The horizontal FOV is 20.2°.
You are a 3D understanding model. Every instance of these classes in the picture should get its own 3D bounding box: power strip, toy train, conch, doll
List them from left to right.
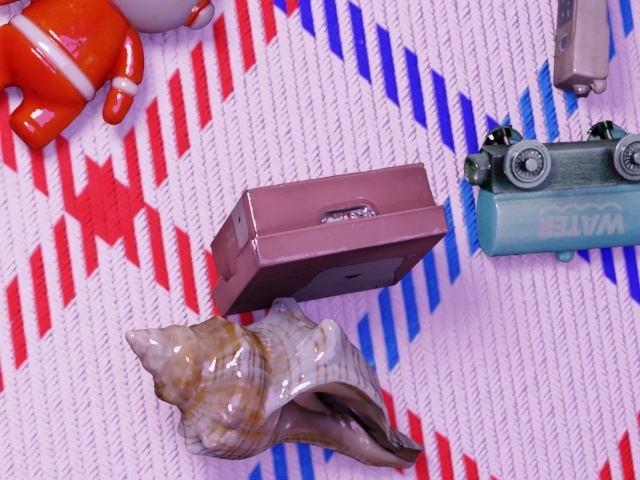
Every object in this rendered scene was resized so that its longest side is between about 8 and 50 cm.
[{"bbox_3d":[-0.229,-0.253,1.935,0.200,0.105,0.336,45,82,-5],"label":"doll"},{"bbox_3d":[-0.037,0.145,1.909,0.386,0.203,0.170,8,63,-36],"label":"conch"},{"bbox_3d":[0.283,-0.053,2.065,0.248,0.101,0.159,-3,100,-16],"label":"toy train"},{"bbox_3d":[0.309,-0.307,2.101,0.048,0.080,0.286,7,81,-14],"label":"power strip"}]

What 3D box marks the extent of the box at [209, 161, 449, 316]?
[{"bbox_3d":[0.000,0.000,1.910,0.215,0.215,0.086,-10,76,-17],"label":"box"}]
